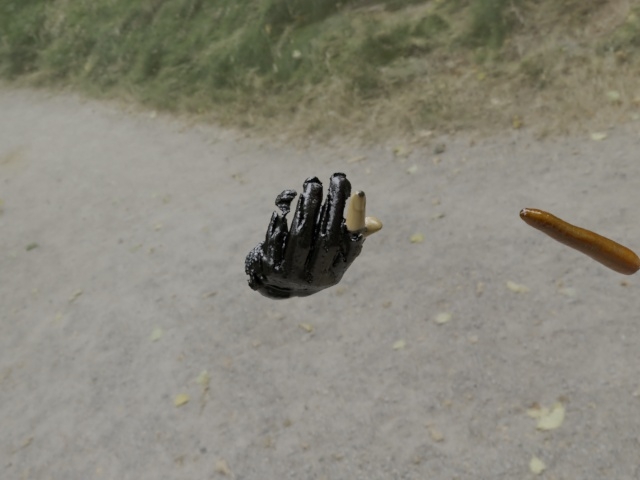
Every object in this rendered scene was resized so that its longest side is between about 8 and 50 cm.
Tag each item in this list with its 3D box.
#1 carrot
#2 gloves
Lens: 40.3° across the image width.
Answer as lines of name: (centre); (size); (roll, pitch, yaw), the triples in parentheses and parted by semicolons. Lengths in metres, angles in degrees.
carrot: (0.402, 0.000, 1.340); (0.043, 0.248, 0.043); (-45, 33, 40)
gloves: (-0.002, 0.001, 1.047); (0.181, 0.129, 0.106); (-43, 27, 49)
